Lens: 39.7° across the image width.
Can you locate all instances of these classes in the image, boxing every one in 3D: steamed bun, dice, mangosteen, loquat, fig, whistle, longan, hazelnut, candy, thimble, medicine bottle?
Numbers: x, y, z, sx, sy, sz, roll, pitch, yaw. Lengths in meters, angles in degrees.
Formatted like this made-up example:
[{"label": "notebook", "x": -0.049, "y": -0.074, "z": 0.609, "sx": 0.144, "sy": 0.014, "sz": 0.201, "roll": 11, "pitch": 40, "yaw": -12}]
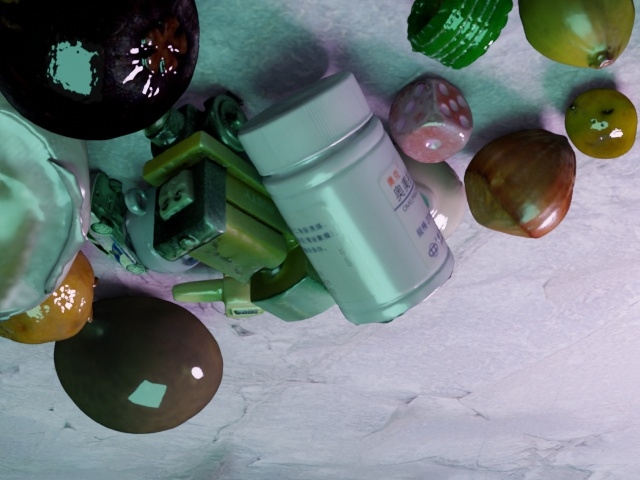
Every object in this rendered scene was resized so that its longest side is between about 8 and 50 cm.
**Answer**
[{"label": "steamed bun", "x": 0.139, "y": -0.060, "z": 1.447, "sx": 0.177, "sy": 0.131, "sz": 0.228, "roll": -21, "pitch": 144, "yaw": 30}, {"label": "dice", "x": 0.162, "y": -0.176, "z": 1.304, "sx": 0.094, "sy": 0.091, "sz": 0.093, "roll": 27, "pitch": 138, "yaw": -34}, {"label": "mangosteen", "x": -0.298, "y": -0.258, "z": 1.057, "sx": 0.302, "sy": 0.275, "sz": 0.275, "roll": 22, "pitch": 157, "yaw": 28}, {"label": "loquat", "x": -0.524, "y": 0.085, "z": 1.597, "sx": 0.238, "sy": 0.193, "sz": 0.238, "roll": -5, "pitch": 142, "yaw": -4}, {"label": "fig", "x": 0.323, "y": -0.291, "z": 1.116, "sx": 0.153, "sy": 0.121, "sz": 0.136, "roll": 28, "pitch": 148, "yaw": -2}, {"label": "whistle", "x": -0.137, "y": 0.090, "z": 1.688, "sx": 0.288, "sy": 0.106, "sz": 0.131, "roll": -2, "pitch": 155, "yaw": -3}, {"label": "longan", "x": -0.368, "y": 0.246, "z": 1.777, "sx": 0.350, "sy": 0.288, "sz": 0.288, "roll": 7, "pitch": 148, "yaw": 12}, {"label": "hazelnut", "x": 0.311, "y": -0.093, "z": 1.380, "sx": 0.182, "sy": 0.182, "sz": 0.182, "roll": -1, "pitch": 147, "yaw": 0}, {"label": "candy", "x": -0.526, "y": -0.078, "z": 1.333, "sx": 0.386, "sy": 0.186, "sz": 0.427, "roll": 31, "pitch": 124, "yaw": -27}, {"label": "thimble", "x": 0.172, "y": -0.285, "z": 1.118, "sx": 0.090, "sy": 0.118, "sz": 0.130, "roll": 20, "pitch": 124, "yaw": -22}, {"label": "whistle", "x": -0.236, "y": -0.004, "z": 1.501, "sx": 0.163, "sy": 0.163, "sz": 0.290, "roll": -16, "pitch": 144, "yaw": 22}, {"label": "medicine bottle", "x": 0.038, "y": -0.063, "z": 1.271, "sx": 0.190, "sy": 0.190, "sz": 0.332, "roll": -21, "pitch": 111, "yaw": 28}]

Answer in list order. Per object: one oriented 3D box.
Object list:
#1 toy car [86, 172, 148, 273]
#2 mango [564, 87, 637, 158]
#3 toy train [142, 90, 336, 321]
[{"label": "toy car", "x": -0.357, "y": -0.022, "z": 1.529, "sx": 0.076, "sy": 0.090, "sz": 0.224, "roll": -6, "pitch": 147, "yaw": 13}, {"label": "mango", "x": 0.430, "y": -0.170, "z": 1.340, "sx": 0.103, "sy": 0.076, "sz": 0.161, "roll": -27, "pitch": 148, "yaw": 24}, {"label": "toy train", "x": -0.112, "y": -0.047, "z": 1.352, "sx": 0.160, "sy": 0.253, "sz": 0.397, "roll": -25, "pitch": 141, "yaw": 29}]
